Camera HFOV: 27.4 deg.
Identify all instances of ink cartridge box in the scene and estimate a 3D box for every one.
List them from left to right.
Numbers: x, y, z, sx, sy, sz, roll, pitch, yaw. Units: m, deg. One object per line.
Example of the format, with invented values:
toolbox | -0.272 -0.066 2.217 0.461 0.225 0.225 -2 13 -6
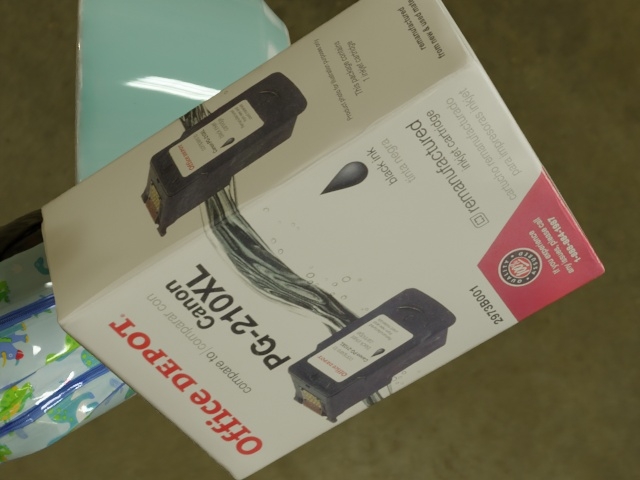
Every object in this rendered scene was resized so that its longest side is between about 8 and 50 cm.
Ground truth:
ink cartridge box | 0.000 0.000 0.687 0.172 0.237 0.100 50 13 -40

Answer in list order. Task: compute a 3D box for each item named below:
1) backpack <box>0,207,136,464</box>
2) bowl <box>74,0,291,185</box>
backpack | -0.269 0.077 1.305 0.355 0.290 0.273 4 72 -65
bowl | -0.110 -0.091 1.066 0.163 0.311 0.311 0 75 -8
